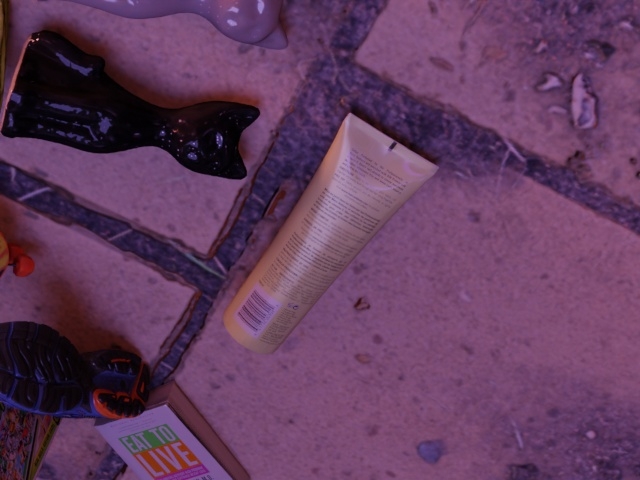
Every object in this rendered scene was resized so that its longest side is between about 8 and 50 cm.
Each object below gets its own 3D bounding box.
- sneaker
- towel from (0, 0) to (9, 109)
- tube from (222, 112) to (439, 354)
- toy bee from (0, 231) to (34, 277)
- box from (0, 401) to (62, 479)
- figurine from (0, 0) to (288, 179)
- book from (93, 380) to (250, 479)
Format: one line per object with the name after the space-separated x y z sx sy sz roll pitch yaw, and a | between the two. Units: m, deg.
-0.257 0.133 1.279 0.087 0.083 0.221 -14 155 30 | sneaker
-0.379 -0.160 1.150 0.237 0.021 0.102 3 89 8 | towel
0.000 0.000 1.212 0.070 0.062 0.240 1 134 -48 | tube
-0.342 0.028 1.222 0.298 0.195 0.162 -43 133 19 | toy bee
-0.308 0.194 1.297 0.036 0.207 0.114 -9 122 15 | box
-0.134 -0.156 1.115 0.209 0.092 0.215 15 124 -10 | figurine
-0.151 0.217 1.397 0.096 0.035 0.144 -22 120 24 | book
